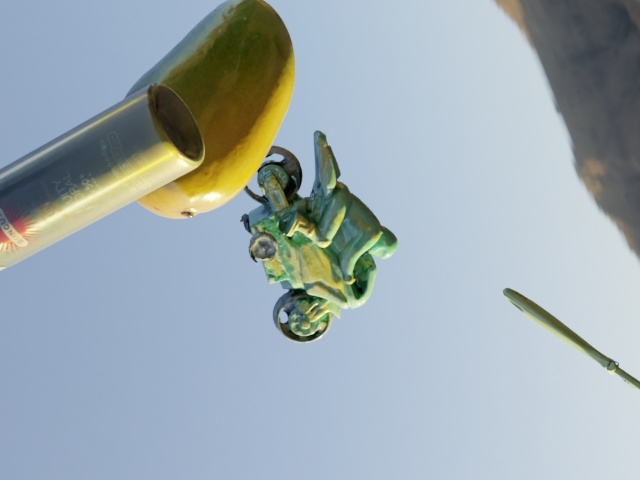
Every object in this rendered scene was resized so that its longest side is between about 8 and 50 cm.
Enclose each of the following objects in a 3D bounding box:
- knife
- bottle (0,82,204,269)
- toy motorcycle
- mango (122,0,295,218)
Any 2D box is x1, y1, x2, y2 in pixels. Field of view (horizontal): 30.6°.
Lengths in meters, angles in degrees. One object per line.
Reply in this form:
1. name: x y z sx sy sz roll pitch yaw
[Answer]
1. knife: 0.338 0.144 1.392 0.293 0.020 0.043 35 -177 0
2. bottle: -0.241 -0.040 1.035 0.082 0.286 0.082 52 -157 -32
3. toy motorcycle: 0.000 -0.002 1.572 0.109 0.198 0.296 -102 -6 -65
4. mango: -0.113 -0.138 1.213 0.156 0.251 0.114 31 165 19
